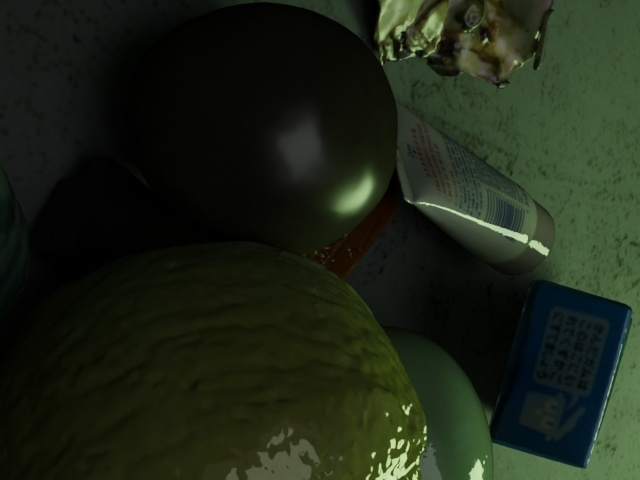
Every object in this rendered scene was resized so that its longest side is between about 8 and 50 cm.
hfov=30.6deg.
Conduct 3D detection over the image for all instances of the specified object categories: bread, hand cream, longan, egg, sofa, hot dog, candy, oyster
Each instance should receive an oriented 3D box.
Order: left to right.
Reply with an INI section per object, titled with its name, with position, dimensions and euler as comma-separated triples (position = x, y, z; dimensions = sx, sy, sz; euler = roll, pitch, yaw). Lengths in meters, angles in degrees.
[sofa]
position = -0.148, 0.008, 0.902
dimensions = 0.147, 0.060, 0.085
euler = 42, 56, -42
[bread]
position = -0.087, 0.155, 0.823
dimensions = 0.321, 0.237, 0.320
euler = -7, 141, -5
[longan]
position = -0.036, -0.083, 0.882
dimensions = 0.220, 0.197, 0.196
euler = 1, 102, -55
[hot dog]
position = 0.000, 0.000, 1.028
dimensions = 0.235, 0.062, 0.092
euler = -49, 146, -28
[egg]
position = 0.050, 0.215, 1.038
dimensions = 0.203, 0.203, 0.282
euler = -8, 108, -42
[oyster]
position = 0.124, -0.305, 1.042
dimensions = 0.201, 0.107, 0.354
euler = -15, 126, -19
[hand cream]
position = 0.133, -0.042, 1.116
dimensions = 0.083, 0.133, 0.248
euler = -34, 138, 24
[candy]
position = 0.250, 0.133, 1.185
dimensions = 0.306, 0.100, 0.157
euler = 23, 83, -75

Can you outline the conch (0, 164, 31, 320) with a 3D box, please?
[conch]
position = -0.294, -0.004, 0.688
dimensions = 0.277, 0.195, 0.220
euler = -43, 162, -57
